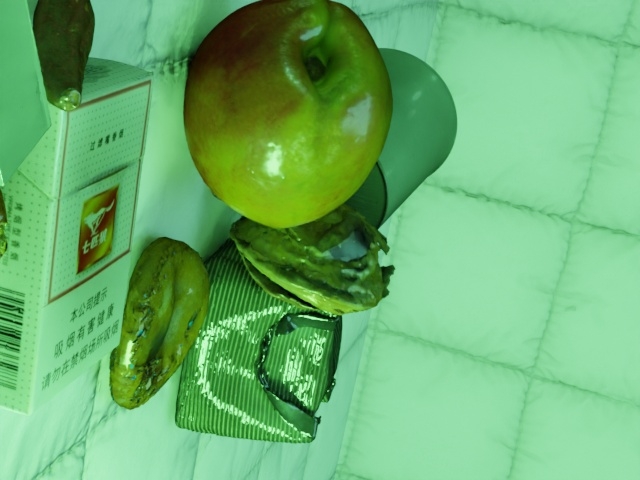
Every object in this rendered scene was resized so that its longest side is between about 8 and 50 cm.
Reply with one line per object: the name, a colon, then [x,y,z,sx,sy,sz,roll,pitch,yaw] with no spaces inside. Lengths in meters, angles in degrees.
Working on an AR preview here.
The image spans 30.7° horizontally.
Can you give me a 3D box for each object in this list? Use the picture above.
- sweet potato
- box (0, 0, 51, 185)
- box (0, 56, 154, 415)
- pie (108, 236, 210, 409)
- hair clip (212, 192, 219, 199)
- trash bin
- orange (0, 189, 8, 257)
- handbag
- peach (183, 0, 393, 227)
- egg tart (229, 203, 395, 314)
sweet potato: [-0.243,-0.213,1.103,0.078,0.058,0.255,108,-18,-56]
box: [-0.294,-0.160,0.871,0.225,0.129,0.086,91,19,-47]
box: [-0.275,-0.013,1.218,0.210,0.095,0.330,-44,145,-67]
pie: [-0.228,0.116,1.618,0.273,0.069,0.273,15,90,-76]
hair clip: [-0.109,-0.117,1.784,0.123,0.102,0.138,-60,160,-56]
trash bin: [0.077,-0.177,2.141,0.432,0.280,0.280,-49,151,-57]
orange: [-0.322,-0.020,1.070,0.086,0.062,0.086,175,-90,-66]
handbag: [-0.086,0.170,1.923,0.247,0.240,0.341,-54,155,-68]
peach: [-0.049,-0.172,1.600,0.332,0.307,0.308,115,-2,-59]
egg tart: [0.000,0.000,1.837,0.132,0.297,0.297,-69,170,23]
